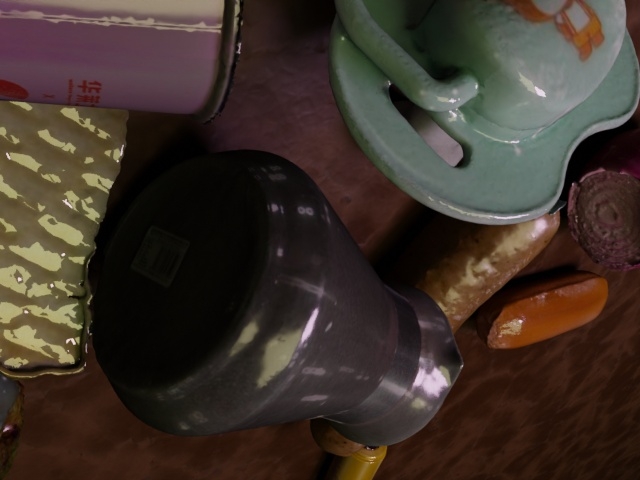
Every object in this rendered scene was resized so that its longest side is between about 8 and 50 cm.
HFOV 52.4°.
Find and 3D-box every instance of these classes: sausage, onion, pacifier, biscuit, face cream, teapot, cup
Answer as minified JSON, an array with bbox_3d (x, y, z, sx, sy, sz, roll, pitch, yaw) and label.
[{"bbox_3d":[0.379,0.115,1.103,0.275,0.105,0.105,-11,132,-29],"label":"sausage"},{"bbox_3d":[0.475,-0.069,0.961,0.201,0.200,0.207,-33,107,-7],"label":"onion"},{"bbox_3d":[0.128,0.103,0.883,0.136,0.123,0.500,32,108,-12],"label":"sausage"},{"bbox_3d":[0.128,-0.153,0.616,0.343,0.288,0.269,-39,178,-30],"label":"pacifier"},{"bbox_3d":[-0.238,-0.041,0.466,0.187,0.036,0.273,15,85,-35],"label":"biscuit"},{"bbox_3d":[0.063,0.382,1.128,0.078,0.078,0.273,-4,129,-34],"label":"face cream"},{"bbox_3d":[-0.045,0.087,0.662,0.300,0.253,0.344,-7,153,35],"label":"teapot"},{"bbox_3d":[-0.207,-0.162,0.364,0.289,0.203,0.202,-7,131,-23],"label":"cup"}]

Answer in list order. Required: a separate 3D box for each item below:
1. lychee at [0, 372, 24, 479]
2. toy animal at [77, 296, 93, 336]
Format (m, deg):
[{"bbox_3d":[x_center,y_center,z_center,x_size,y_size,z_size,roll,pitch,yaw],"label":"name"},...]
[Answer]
[{"bbox_3d":[-0.356,0.173,0.580,0.171,0.171,0.171,-20,136,-21],"label":"lychee"},{"bbox_3d":[-0.243,0.014,0.562,0.070,0.079,0.252,-22,137,1],"label":"toy animal"}]
